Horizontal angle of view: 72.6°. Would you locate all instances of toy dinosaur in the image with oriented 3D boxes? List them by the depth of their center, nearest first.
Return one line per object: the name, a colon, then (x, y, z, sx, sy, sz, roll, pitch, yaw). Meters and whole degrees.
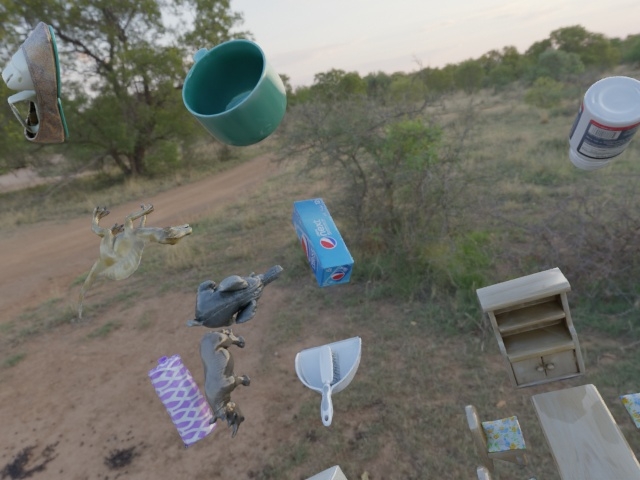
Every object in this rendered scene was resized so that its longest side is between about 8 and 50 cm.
toy dinosaur: (-0.237, 0.011, 0.502, 0.183, 0.092, 0.053, -32, -30, 12)

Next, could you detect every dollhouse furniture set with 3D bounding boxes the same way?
dollhouse furniture set: (0.448, 0.276, 0.809, 0.362, 0.256, 0.394, -19, 25, 17)

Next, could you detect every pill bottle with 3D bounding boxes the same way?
pill bottle: (0.554, -0.219, 0.855, 0.108, 0.107, 0.180, -7, -24, 13)

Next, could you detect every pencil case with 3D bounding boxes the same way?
pencil case: (-0.317, 0.366, 1.008, 0.086, 0.206, 0.088, -26, 3, -11)

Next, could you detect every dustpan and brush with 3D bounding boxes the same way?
dustpan and brush: (0.016, 0.276, 0.866, 0.147, 0.060, 0.211, -17, 40, 11)

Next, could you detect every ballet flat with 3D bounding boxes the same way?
ballet flat: (-0.629, -0.328, 0.961, 0.106, 0.107, 0.316, -16, -27, -33)

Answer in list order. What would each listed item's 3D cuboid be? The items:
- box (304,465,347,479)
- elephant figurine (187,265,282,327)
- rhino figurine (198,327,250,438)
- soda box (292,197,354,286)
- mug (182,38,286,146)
box: (0.047, 0.537, 0.667, 0.121, 0.311, 0.148, -36, -4, 19)
elephant figurine: (-0.246, 0.162, 1.295, 0.240, 0.169, 0.185, -23, 53, 20)
rhino figurine: (-0.218, 0.316, 0.981, 0.073, 0.243, 0.106, -23, -21, 31)
soda box: (0.000, 0.000, 0.975, 0.071, 0.067, 0.210, -10, 48, -18)
mug: (-0.115, -0.212, 0.626, 0.130, 0.157, 0.097, -12, -27, 17)
